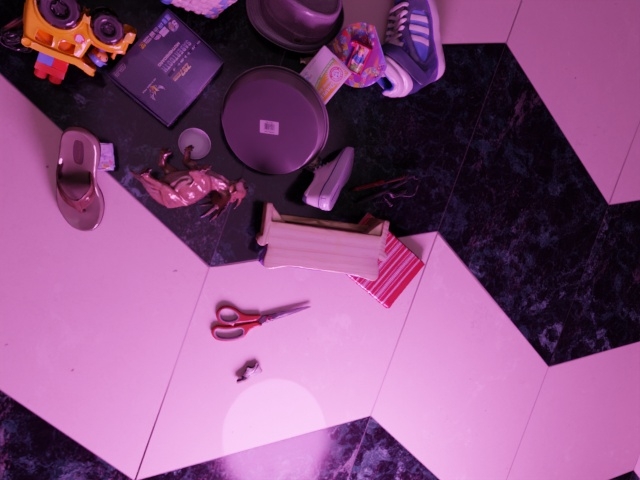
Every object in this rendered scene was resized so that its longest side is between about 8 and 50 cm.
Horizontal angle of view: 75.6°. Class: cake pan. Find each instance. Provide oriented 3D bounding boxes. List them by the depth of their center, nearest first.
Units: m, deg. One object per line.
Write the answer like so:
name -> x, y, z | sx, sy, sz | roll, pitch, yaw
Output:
cake pan -> -0.127, -0.301, 1.086 | 0.294, 0.054, 0.292 | 5, 124, 7

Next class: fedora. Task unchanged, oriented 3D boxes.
fedora -> -0.053, -0.646, 1.102 | 0.276, 0.124, 0.243 | 18, 86, -17

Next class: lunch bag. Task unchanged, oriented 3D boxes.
lunch bag -> -0.570, -0.212, 1.051 | 0.084, 0.053, 0.070 | -4, 98, -5

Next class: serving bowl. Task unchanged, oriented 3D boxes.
serving bowl -> -0.343, -0.262, 1.124 | 0.084, 0.027, 0.083 | -2, 98, -17

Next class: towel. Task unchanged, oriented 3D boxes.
towel -> 0.185, 0.069, 1.322 | 0.275, 0.031, 0.198 | 41, 87, -15

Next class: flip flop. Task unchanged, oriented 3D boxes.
flip flop -> -0.591, -0.139, 1.005 | 0.113, 0.080, 0.276 | 12, 121, -16

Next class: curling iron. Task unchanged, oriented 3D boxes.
curling iron -> -0.647, -0.550, 0.996 | 0.274, 0.035, 0.068 | -46, 125, -10

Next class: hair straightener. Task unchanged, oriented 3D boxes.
hair straightener -> 0.215, -0.153, 1.300 | 0.231, 0.047, 0.088 | -19, 102, -18

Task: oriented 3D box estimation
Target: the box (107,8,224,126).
box -> -0.394, -0.441, 1.069 | 0.183, 0.059, 0.232 | 41, 85, -18

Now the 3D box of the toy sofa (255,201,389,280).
toy sofa -> 0.000, 0.000, 1.181 | 0.364, 0.150, 0.176 | 7, 95, -12

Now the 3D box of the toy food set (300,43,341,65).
toy food set -> 0.004, -0.534, 1.197 | 0.122, 0.019, 0.077 | 10, 94, -10

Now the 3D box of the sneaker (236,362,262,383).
sneaker -> -0.220, 0.400, 1.249 | 0.083, 0.032, 0.036 | -27, 90, -16

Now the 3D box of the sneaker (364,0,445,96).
sneaker -> 0.217, -0.582, 1.193 | 0.237, 0.130, 0.322 | -27, 109, -16

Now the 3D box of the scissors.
scissors -> -0.175, 0.247, 1.247 | 0.298, 0.021, 0.108 | 2, 94, -18

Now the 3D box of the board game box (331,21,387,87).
board game box -> 0.104, -0.514, 1.153 | 0.133, 0.033, 0.168 | -13, 111, 23

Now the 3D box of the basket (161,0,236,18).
basket -> -0.335, -0.669, 0.964 | 0.289, 0.255, 0.200 | 11, 96, -36

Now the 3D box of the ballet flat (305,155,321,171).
ballet flat -> -0.076, -0.260, 1.184 | 0.189, 0.070, 0.070 | 22, 91, -18

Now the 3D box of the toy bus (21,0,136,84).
toy bus -> -0.576, -0.465, 0.971 | 0.221, 0.149, 0.211 | 13, 114, -36

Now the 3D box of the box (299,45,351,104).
box -> -0.027, -0.416, 1.142 | 0.103, 0.114, 0.203 | 40, 91, -17

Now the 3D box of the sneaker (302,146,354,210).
sneaker -> 0.026, -0.190, 1.173 | 0.092, 0.258, 0.094 | 16, 137, 15

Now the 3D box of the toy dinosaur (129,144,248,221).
toy dinosaur -> -0.353, -0.134, 1.098 | 0.297, 0.127, 0.200 | -6, 135, 0
